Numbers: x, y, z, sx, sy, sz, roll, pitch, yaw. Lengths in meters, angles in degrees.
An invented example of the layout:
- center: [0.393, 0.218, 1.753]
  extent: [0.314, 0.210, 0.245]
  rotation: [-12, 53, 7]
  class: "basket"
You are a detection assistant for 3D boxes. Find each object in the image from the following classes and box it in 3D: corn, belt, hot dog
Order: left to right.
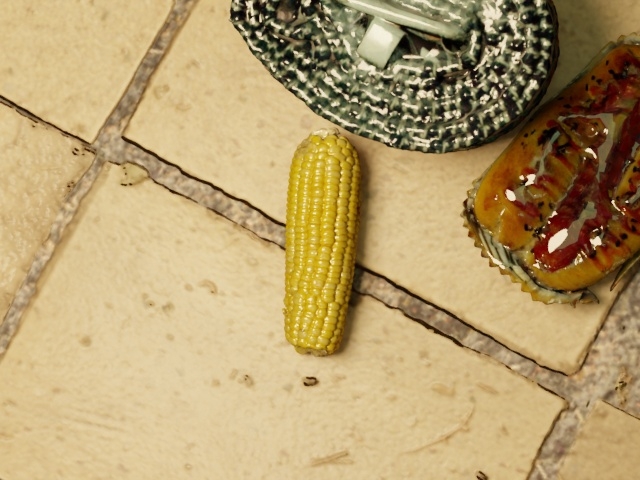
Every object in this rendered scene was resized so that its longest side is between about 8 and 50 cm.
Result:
- center: [0.000, 0.000, 1.448]
  extent: [0.067, 0.067, 0.206]
  rotation: [4, 82, 8]
  class: "corn"
- center: [0.065, -0.189, 1.434]
  extent: [0.295, 0.160, 0.206]
  rotation: [16, 99, 11]
  class: "belt"
- center: [0.249, -0.065, 1.423]
  extent: [0.270, 0.082, 0.162]
  rotation: [-45, 76, -2]
  class: "hot dog"
